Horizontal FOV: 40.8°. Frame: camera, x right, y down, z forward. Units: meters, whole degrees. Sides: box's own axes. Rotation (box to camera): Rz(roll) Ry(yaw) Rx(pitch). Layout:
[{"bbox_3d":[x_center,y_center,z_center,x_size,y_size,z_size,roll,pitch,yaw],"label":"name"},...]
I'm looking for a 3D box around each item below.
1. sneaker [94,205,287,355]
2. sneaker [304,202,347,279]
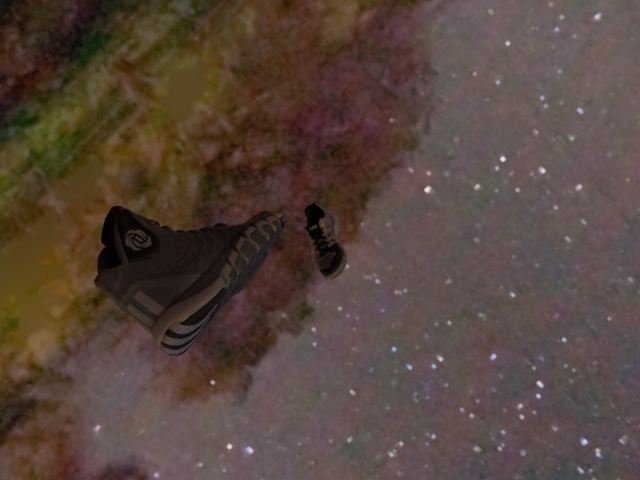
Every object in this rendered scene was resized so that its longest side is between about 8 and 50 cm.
[{"bbox_3d":[-0.122,-0.001,0.778,0.086,0.132,0.228,-58,176,28],"label":"sneaker"},{"bbox_3d":[0.000,0.000,0.784,0.032,0.037,0.083,-34,-140,19],"label":"sneaker"}]
